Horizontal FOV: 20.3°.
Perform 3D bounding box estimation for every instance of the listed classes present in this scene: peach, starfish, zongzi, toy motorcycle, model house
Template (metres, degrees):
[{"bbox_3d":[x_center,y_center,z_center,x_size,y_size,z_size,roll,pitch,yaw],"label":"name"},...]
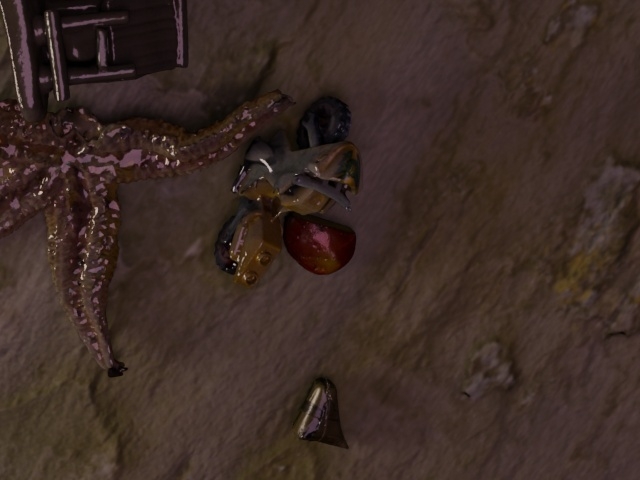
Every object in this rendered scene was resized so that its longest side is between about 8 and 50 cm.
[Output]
[{"bbox_3d":[0.000,0.000,1.997,0.077,0.050,0.083,-26,111,-1],"label":"peach"},{"bbox_3d":[-0.277,-0.036,1.886,0.398,0.132,0.383,8,119,-28],"label":"starfish"},{"bbox_3d":[0.016,0.204,2.094,0.083,0.040,0.076,20,101,-30],"label":"zongzi"},{"bbox_3d":[-0.033,-0.045,1.925,0.094,0.130,0.229,25,107,-40],"label":"toy motorcycle"},{"bbox_3d":[-0.228,-0.243,1.796,0.188,0.122,0.229,-9,99,-11],"label":"model house"}]
